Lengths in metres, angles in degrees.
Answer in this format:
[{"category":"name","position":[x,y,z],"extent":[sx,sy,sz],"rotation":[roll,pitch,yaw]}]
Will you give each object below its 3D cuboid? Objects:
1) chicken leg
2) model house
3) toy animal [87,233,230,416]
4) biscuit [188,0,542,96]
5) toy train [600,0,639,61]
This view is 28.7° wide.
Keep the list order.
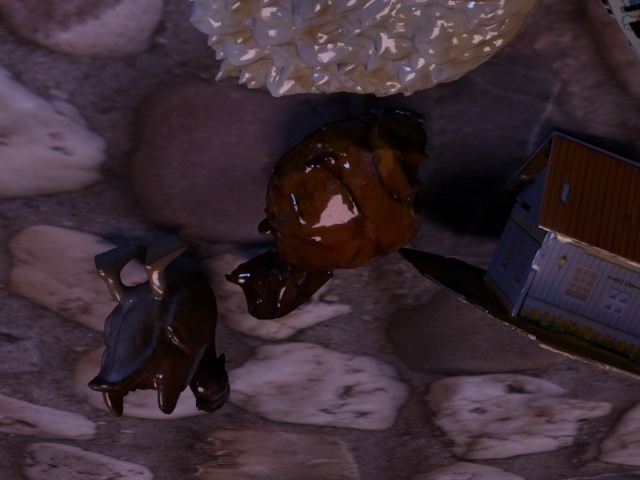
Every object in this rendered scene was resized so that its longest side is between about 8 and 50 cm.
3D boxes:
[{"category":"chicken leg","position":[0.000,0.000,0.925],"extent":[0.113,0.093,0.304],"rotation":[-4,160,-14]},{"category":"model house","position":[0.183,-0.004,0.887],"extent":[0.219,0.136,0.207],"rotation":[21,-169,-7]},{"category":"toy animal","position":[-0.130,0.095,1.020],"extent":[0.089,0.188,0.179],"rotation":[-6,119,25]},{"category":"biscuit","position":[0.023,-0.145,0.579],"extent":[0.179,0.084,0.281],"rotation":[17,159,4]},{"category":"toy train","position":[0.187,-0.125,0.686],"extent":[0.047,0.043,0.207],"rotation":[-9,153,30]}]
